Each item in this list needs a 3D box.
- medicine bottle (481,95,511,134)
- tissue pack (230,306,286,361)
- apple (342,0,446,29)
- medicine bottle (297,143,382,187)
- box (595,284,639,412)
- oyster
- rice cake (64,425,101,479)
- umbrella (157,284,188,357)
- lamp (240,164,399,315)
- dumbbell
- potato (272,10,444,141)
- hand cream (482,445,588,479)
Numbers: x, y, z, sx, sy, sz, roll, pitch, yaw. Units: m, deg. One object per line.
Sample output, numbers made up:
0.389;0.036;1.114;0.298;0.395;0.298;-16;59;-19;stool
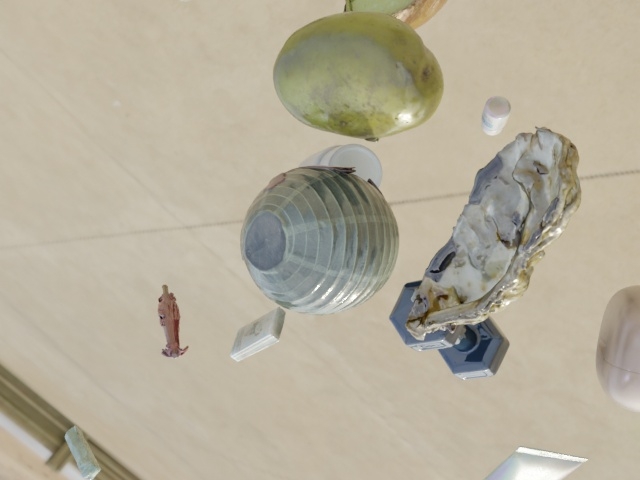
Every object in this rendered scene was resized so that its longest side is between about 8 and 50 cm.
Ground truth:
0.351;-0.250;1.840;0.052;0.052;0.089;33;165;12;medicine bottle
-0.097;0.145;1.409;0.023;0.056;0.108;35;135;-24;tissue pack
0.198;-0.555;1.919;0.179;0.346;0.254;41;-173;-16;apple
0.036;-0.138;2.017;0.144;0.144;0.252;42;167;-9;medicine bottle
0.378;0.126;1.082;0.088;0.145;0.200;9;-177;11;box
0.171;0.011;0.947;0.079;0.128;0.345;-1;147;-22;oyster
-0.317;0.282;1.216;0.021;0.022;0.121;45;173;-30;rice cake
-0.175;0.094;1.066;0.027;0.025;0.165;32;-167;-23;umbrella
0.000;0.000;1.387;0.265;0.233;0.233;-16;124;44;lamp
0.276;0.190;1.932;0.144;0.156;0.316;21;171;37;dumbbell
0.055;-0.236;1.313;0.228;0.148;0.197;-15;110;38;potato
0.197;0.255;0.943;0.076;0.047;0.174;12;140;-14;hand cream
